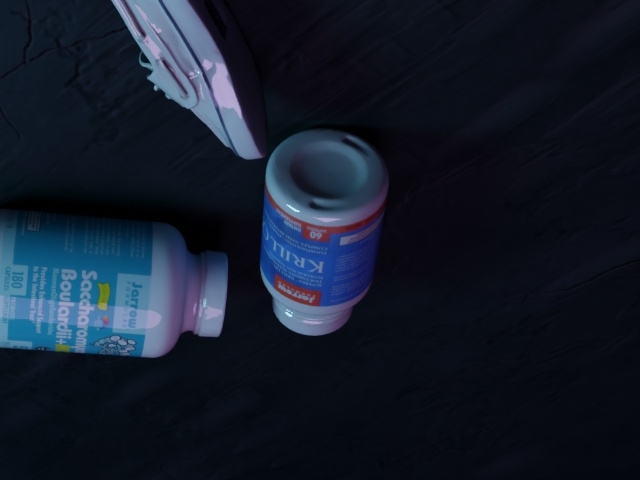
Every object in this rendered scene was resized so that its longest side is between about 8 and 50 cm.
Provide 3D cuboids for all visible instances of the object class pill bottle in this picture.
[{"bbox_3d":[0.000,0.000,1.461,0.124,0.124,0.221,0,141,-4],"label":"pill bottle"},{"bbox_3d":[-0.234,0.047,1.487,0.264,0.146,0.146,4,141,-10],"label":"pill bottle"}]

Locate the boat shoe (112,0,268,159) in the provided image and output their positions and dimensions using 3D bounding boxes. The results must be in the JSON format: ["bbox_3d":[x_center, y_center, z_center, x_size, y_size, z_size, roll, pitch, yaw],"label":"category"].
[{"bbox_3d":[-0.121,-0.172,1.276,0.084,0.095,0.258,-11,131,17],"label":"boat shoe"}]
